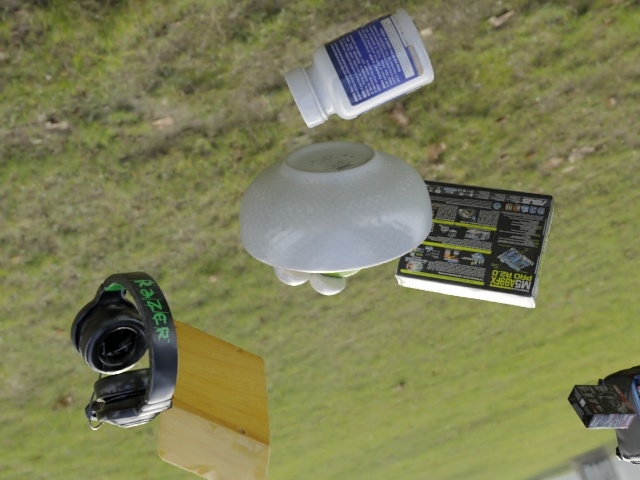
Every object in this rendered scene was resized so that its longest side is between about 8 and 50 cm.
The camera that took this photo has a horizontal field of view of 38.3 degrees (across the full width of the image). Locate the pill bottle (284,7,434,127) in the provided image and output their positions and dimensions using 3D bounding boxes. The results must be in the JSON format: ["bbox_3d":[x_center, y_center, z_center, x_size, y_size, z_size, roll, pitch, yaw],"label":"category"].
[{"bbox_3d":[0.051,-0.232,1.272,0.187,0.112,0.112,-24,161,4],"label":"pill bottle"}]

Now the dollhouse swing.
[{"bbox_3d":[-0.251,0.406,1.875,0.315,0.347,0.305,26,107,-15],"label":"dollhouse swing"}]

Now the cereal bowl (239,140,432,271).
[{"bbox_3d":[0.022,-0.082,1.599,0.339,0.141,0.339,-4,-156,2],"label":"cereal bowl"}]

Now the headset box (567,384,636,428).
[{"bbox_3d":[0.416,0.243,1.353,0.083,0.062,0.032,4,124,-22],"label":"headset box"}]

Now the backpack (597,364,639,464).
[{"bbox_3d":[0.570,0.278,1.534,0.173,0.158,0.117,-10,175,-30],"label":"backpack"}]

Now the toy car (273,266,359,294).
[{"bbox_3d":[0.000,0.000,1.669,0.182,0.136,0.159,17,123,-30],"label":"toy car"}]

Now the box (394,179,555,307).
[{"bbox_3d":[0.302,0.002,1.798,0.270,0.216,0.060,8,159,21],"label":"box"}]

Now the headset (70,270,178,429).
[{"bbox_3d":[-0.329,0.217,1.636,0.185,0.243,0.394,-5,148,-37],"label":"headset"}]
